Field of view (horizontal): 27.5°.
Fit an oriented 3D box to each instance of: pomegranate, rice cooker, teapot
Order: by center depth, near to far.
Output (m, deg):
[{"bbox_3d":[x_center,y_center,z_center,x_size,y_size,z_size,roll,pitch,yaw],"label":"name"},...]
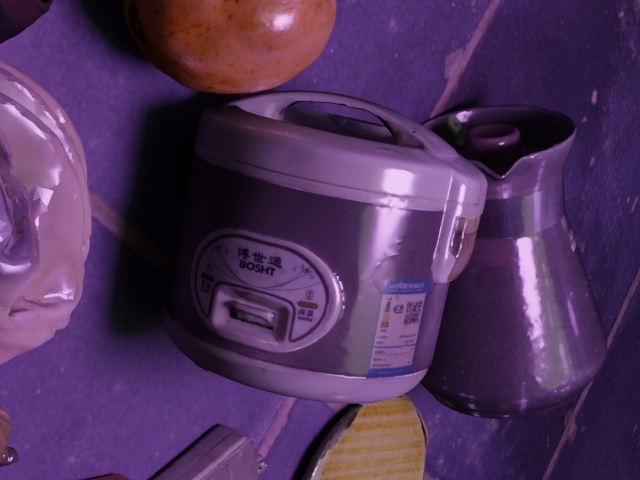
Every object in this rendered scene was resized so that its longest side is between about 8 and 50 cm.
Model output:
[{"bbox_3d":[-0.072,-0.216,1.138,0.196,0.196,0.196,-28,126,-45],"label":"pomegranate"},{"bbox_3d":[0.000,-0.002,1.255,0.288,0.288,0.277,-2,109,-54],"label":"rice cooker"},{"bbox_3d":[0.227,0.015,1.637,0.300,0.253,0.344,-77,163,-65],"label":"teapot"}]

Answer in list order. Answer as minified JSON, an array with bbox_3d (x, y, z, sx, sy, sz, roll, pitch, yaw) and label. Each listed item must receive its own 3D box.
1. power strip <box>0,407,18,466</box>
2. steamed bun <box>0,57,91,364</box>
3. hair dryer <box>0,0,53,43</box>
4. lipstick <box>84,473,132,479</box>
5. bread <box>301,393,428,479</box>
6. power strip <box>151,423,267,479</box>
[{"bbox_3d":[-0.365,0.132,1.005,0.387,0.066,0.092,34,80,-55],"label":"power strip"},{"bbox_3d":[-0.270,-0.024,0.886,0.280,0.207,0.268,-34,108,-41],"label":"steamed bun"},{"bbox_3d":[-0.321,-0.253,0.828,0.120,0.303,0.359,66,19,-67],"label":"hair dryer"},{"bbox_3d":[-0.239,0.260,1.255,0.145,0.045,0.045,-1,107,-53],"label":"lipstick"},{"bbox_3d":[0.047,0.332,1.682,0.301,0.045,0.301,-29,127,-47],"label":"bread"},{"bbox_3d":[-0.163,0.291,1.367,0.272,0.052,0.078,-36,133,-38],"label":"power strip"}]
